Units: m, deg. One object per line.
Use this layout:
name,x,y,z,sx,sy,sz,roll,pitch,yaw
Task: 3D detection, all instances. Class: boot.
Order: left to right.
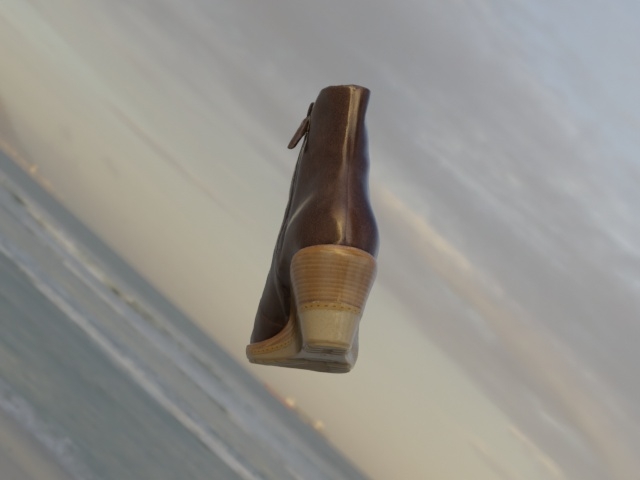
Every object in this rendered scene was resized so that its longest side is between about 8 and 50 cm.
boot,0.000,0.000,1.024,0.090,0.207,0.248,8,-14,-11
